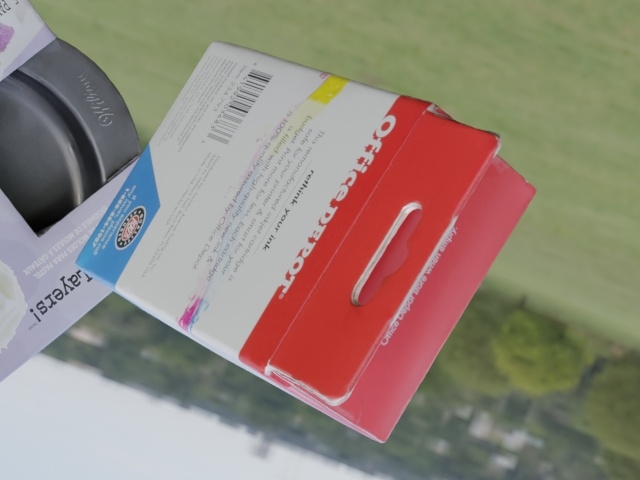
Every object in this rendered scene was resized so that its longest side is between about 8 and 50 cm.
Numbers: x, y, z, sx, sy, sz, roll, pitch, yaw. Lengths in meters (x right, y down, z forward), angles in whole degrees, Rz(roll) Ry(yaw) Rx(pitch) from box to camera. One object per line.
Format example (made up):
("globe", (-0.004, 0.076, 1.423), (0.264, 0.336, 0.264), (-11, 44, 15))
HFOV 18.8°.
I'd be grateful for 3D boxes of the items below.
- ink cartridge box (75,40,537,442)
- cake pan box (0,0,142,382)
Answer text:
("ink cartridge box", (0.000, 0.000, 0.864), (0.078, 0.134, 0.231), (35, 174, -36))
("cake pan box", (-0.258, -0.032, 1.391), (0.245, 0.267, 0.070), (56, 165, -20))
